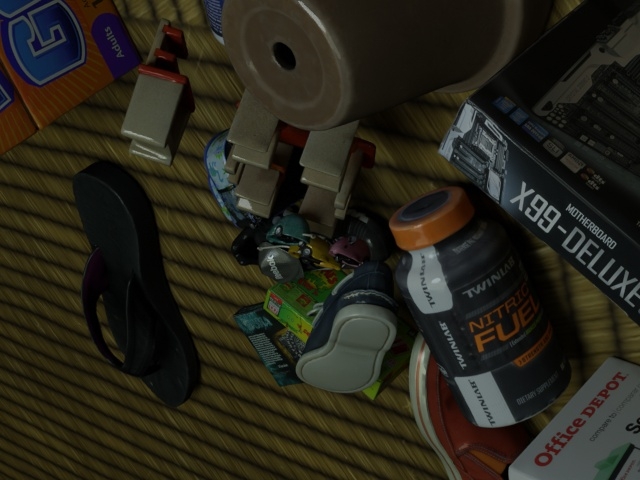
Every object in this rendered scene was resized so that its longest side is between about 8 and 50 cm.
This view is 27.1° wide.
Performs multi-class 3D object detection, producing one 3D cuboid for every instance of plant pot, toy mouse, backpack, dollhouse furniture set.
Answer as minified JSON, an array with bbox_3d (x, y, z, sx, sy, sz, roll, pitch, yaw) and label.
[{"bbox_3d":[0.038,-0.218,1.186,0.263,0.229,0.263,30,141,28],"label":"plant pot"},{"bbox_3d":[0.000,0.000,1.446,0.161,0.031,0.143,16,167,10],"label":"toy mouse"},{"bbox_3d":[-0.084,-0.081,1.572,0.084,0.105,0.114,-11,109,52],"label":"backpack"},{"bbox_3d":[-0.066,-0.126,1.397,0.259,0.135,0.262,18,167,3],"label":"dollhouse furniture set"}]

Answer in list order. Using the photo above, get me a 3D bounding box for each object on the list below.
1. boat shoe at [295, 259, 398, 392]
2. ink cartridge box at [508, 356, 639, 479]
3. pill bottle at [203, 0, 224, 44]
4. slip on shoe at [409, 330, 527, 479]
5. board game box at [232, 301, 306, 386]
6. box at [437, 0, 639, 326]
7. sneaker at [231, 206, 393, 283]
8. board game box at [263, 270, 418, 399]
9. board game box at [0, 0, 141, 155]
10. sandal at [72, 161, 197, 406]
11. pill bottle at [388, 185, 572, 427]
[{"bbox_3d":[0.030,0.101,1.491,0.095,0.079,0.254,11,152,-3],"label":"boat shoe"},{"bbox_3d":[0.353,0.250,1.300,0.278,0.201,0.117,19,135,39],"label":"ink cartridge box"},{"bbox_3d":[-0.077,-0.259,1.392,0.094,0.094,0.169,26,146,32],"label":"pill bottle"},{"bbox_3d":[0.191,0.225,1.559,0.101,0.123,0.331,-8,120,31],"label":"slip on shoe"},{"bbox_3d":[-0.033,0.134,1.794,0.186,0.026,0.126,-17,109,55],"label":"board game box"},{"bbox_3d":[0.285,-0.051,1.050,0.307,0.242,0.076,43,146,12],"label":"box"},{"bbox_3d":[-0.018,0.012,1.585,0.234,0.106,0.078,9,130,45],"label":"sneaker"},{"bbox_3d":[0.029,0.102,1.631,0.181,0.092,0.043,39,145,16],"label":"board game box"},{"bbox_3d":[-0.521,-0.281,1.655,0.357,0.356,0.356,1,124,49],"label":"board game box"},{"bbox_3d":[-0.302,0.088,1.987,0.168,0.107,0.445,21,137,37],"label":"sandal"},{"bbox_3d":[0.162,0.066,1.407,0.130,0.130,0.245,-5,119,51],"label":"pill bottle"}]
